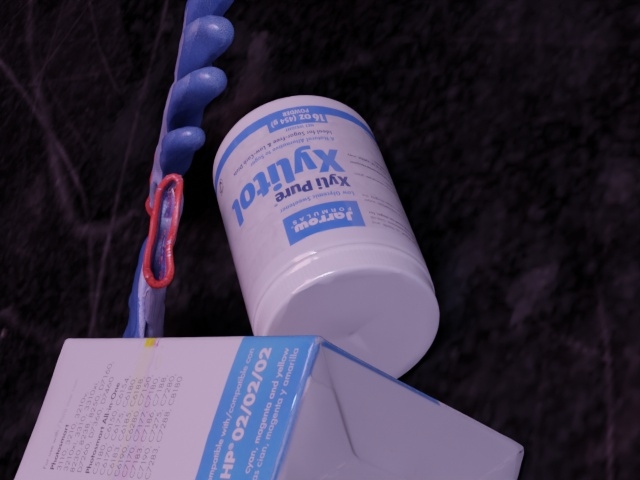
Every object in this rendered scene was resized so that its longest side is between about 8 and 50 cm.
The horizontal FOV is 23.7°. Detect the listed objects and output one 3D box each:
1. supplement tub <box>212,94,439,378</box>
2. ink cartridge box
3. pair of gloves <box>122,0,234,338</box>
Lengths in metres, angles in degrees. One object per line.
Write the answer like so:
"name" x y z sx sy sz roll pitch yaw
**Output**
"supplement tub" 0.000 0.000 0.593 0.071 0.071 0.107 -43 38 20
"ink cartridge box" -0.033 0.080 0.545 0.181 0.104 0.061 -5 61 48
"pair of gloves" -0.065 -0.010 0.658 0.159 0.023 0.198 114 164 -61
